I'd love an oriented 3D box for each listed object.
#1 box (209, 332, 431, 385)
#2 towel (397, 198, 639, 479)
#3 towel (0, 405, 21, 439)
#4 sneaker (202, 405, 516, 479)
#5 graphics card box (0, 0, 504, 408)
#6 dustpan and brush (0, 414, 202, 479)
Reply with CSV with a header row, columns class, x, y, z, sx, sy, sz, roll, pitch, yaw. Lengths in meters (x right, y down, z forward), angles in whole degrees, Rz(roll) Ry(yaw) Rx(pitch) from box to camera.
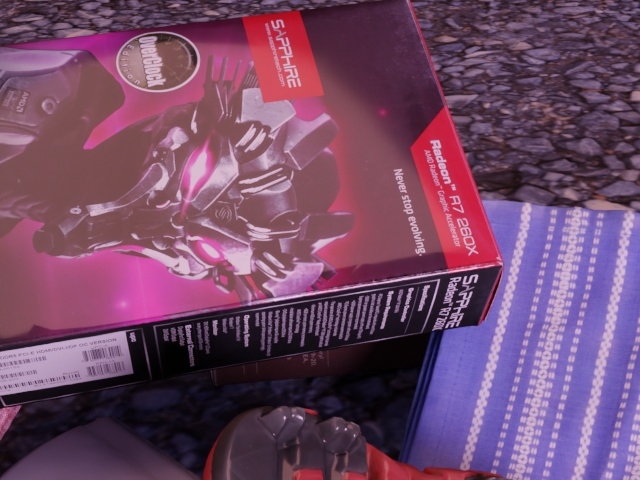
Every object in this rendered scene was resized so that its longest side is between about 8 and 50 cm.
class,x,y,z,sx,sy,sz,roll,pitch,yaw
box,0.000,0.000,0.843,0.203,0.167,0.168,-4,30,-5
towel,0.215,0.087,0.622,0.336,0.040,0.243,5,66,34
towel,-0.328,0.139,0.545,0.237,0.037,0.329,38,39,-15
sneaker,0.043,0.179,0.549,0.276,0.135,0.098,24,44,-21
graphics card box,-0.089,-0.032,0.672,0.371,0.094,0.233,-9,60,-8
dustpan and brush,-0.186,0.193,0.631,0.211,0.060,0.147,-17,26,-38
